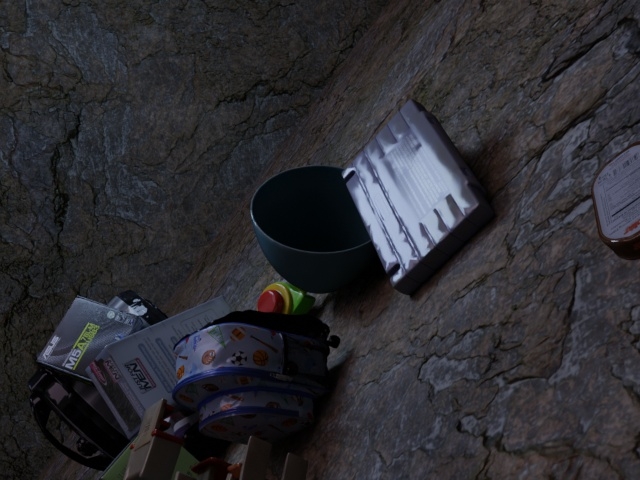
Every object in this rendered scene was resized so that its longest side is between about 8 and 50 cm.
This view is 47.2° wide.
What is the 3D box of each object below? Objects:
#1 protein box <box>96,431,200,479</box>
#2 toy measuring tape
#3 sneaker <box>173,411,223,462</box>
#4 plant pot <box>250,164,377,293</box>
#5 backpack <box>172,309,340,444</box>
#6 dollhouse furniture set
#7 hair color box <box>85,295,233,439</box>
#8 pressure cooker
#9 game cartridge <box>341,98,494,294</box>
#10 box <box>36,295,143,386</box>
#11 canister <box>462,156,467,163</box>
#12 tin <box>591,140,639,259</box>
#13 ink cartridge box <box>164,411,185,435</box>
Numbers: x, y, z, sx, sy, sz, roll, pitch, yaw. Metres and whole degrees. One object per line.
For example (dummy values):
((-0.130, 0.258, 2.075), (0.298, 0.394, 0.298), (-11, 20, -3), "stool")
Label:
((-0.339, 0.507, 1.437), (0.136, 0.200, 0.201), (-47, 2, 24), "protein box")
((-0.123, 0.204, 1.705), (0.330, 0.121, 0.121), (-55, 14, 14), "toy measuring tape")
((-0.238, 0.431, 1.623), (0.283, 0.107, 0.124), (-46, 31, 38), "sneaker")
((0.000, 0.000, 1.577), (0.290, 0.290, 0.195), (-70, -14, -46), "plant pot")
((-0.141, 0.259, 1.358), (0.276, 0.263, 0.213), (-41, 36, 39), "backpack")
((-0.182, 0.381, 1.222), (0.262, 0.259, 0.135), (-37, 31, 43), "dollhouse furniture set")
((-0.326, 0.280, 1.690), (0.113, 0.185, 0.374), (-43, -13, 35), "hair color box")
((-0.527, 0.383, 1.916), (0.420, 0.370, 0.375), (-48, -16, -16), "pressure cooker")
((0.175, -0.094, 1.387), (0.230, 0.068, 0.355), (-43, 40, 20), "game cartridge")
((-0.552, 0.243, 1.761), (0.045, 0.184, 0.190), (84, -153, -58), "box")
((0.228, -0.147, 1.518), (0.126, 0.073, 0.170), (-50, 14, 13), "canister")
((0.391, -0.054, 0.910), (0.106, 0.040, 0.189), (-47, 16, 36), "tin")
((-0.364, 0.507, 1.722), (0.067, 0.115, 0.198), (-22, 28, 23), "ink cartridge box")
